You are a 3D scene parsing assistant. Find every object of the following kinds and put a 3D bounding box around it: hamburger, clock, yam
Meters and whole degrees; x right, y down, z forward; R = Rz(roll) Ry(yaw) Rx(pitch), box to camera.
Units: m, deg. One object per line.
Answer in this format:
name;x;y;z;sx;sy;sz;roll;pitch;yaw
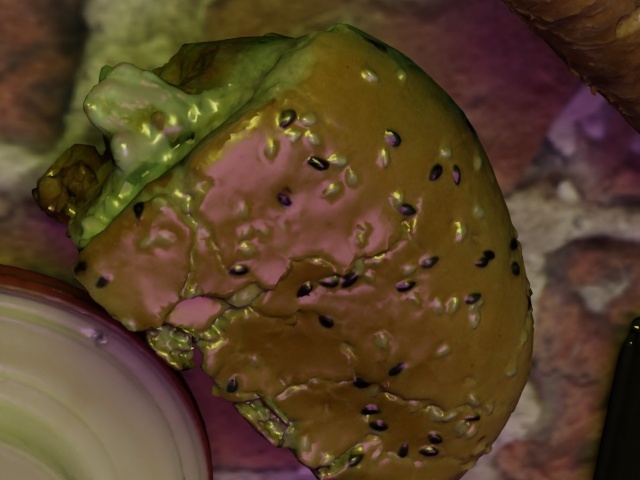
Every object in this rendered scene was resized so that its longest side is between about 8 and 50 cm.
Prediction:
hamburger;0.000;0.000;0.855;0.192;0.168;0.288;-43;123;10
clock;-0.209;0.152;0.922;0.318;0.080;0.318;-8;120;-15
yam;0.182;-0.082;0.872;0.081;0.081;0.356;-47;143;10

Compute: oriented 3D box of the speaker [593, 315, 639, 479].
speaker;0.373;0.149;1.060;0.388;0.184;0.180;-3;119;-17
